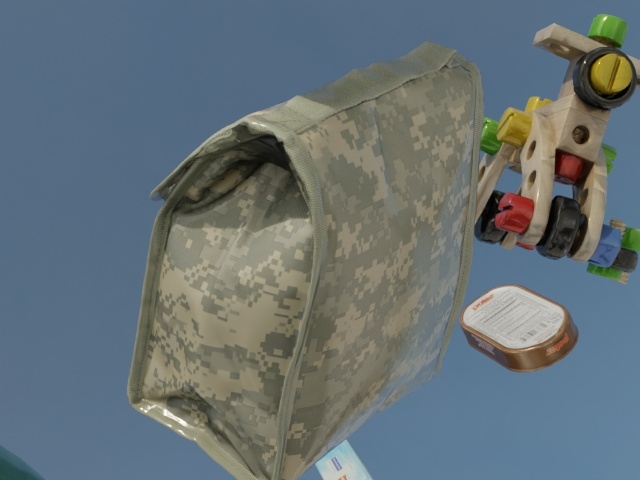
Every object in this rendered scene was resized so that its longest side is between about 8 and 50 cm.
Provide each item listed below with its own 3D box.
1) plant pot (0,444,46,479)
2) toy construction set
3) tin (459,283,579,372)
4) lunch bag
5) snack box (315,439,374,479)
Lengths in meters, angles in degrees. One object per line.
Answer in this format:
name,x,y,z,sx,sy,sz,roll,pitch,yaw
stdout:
plant pot,-0.292,0.144,0.548,0.272,0.271,0.255,-37,-68,0
toy construction set,0.194,-0.113,1.156,0.309,0.257,0.237,16,-89,15
tin,0.253,0.109,1.491,0.106,0.190,0.040,-30,-67,-15
lunch bag,0.000,0.000,0.842,0.235,0.169,0.287,-27,-41,-48
snack box,0.102,0.426,1.558,0.060,0.187,0.322,-32,-77,-5
